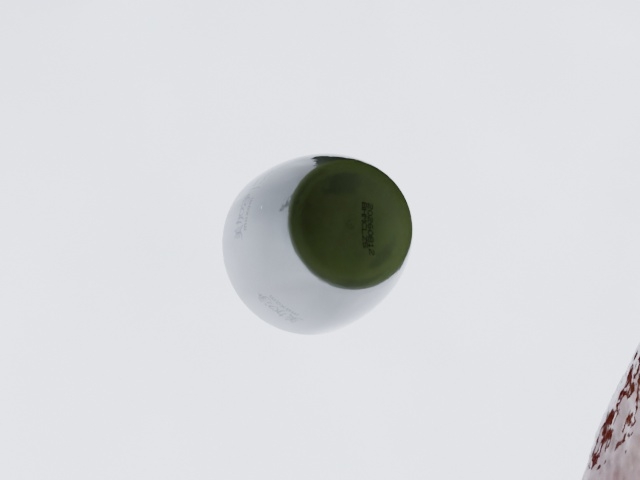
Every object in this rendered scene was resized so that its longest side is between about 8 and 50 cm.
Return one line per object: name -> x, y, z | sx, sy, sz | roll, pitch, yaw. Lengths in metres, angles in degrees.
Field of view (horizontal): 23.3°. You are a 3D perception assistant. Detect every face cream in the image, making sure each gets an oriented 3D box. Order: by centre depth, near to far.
face cream -> 0.000, 0.000, 0.783 | 0.091, 0.095, 0.091 | 3, -101, -17

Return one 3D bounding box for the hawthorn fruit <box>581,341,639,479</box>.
hawthorn fruit -> 0.167, 0.108, 0.435 | 0.189, 0.189, 0.251 | 35, -145, -21
